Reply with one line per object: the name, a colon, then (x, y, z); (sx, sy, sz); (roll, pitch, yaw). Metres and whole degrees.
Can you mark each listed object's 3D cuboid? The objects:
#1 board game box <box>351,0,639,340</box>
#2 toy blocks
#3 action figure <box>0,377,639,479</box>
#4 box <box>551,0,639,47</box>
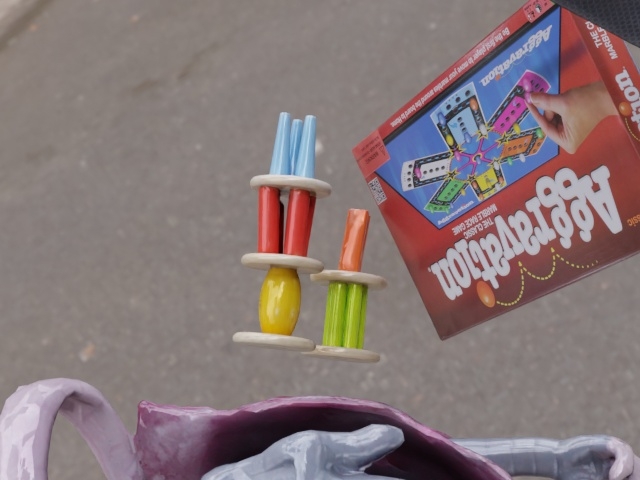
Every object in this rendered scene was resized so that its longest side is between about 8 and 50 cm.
board game box: (0.108, -0.035, 0.861); (0.027, 0.145, 0.281); (-24, -5, -25)
toy blocks: (0.000, 0.000, 0.949); (0.054, 0.123, 0.148); (1, 81, 38)
action figure: (0.012, 0.199, 0.640); (0.276, 0.248, 0.370); (5, -13, -2)
box: (0.211, -0.152, 0.634); (0.183, 0.233, 0.059); (-45, 47, 28)
